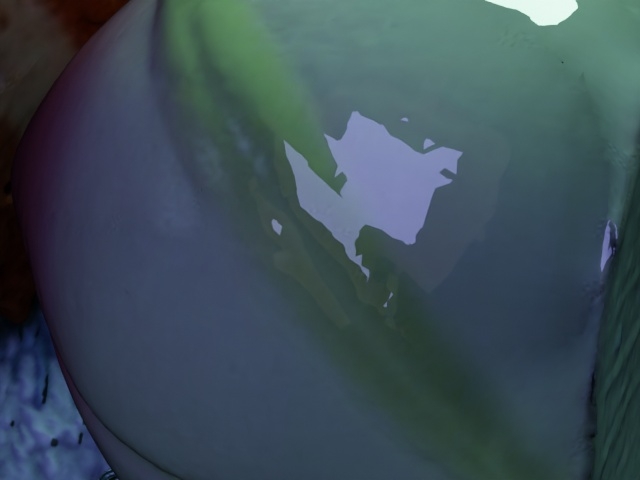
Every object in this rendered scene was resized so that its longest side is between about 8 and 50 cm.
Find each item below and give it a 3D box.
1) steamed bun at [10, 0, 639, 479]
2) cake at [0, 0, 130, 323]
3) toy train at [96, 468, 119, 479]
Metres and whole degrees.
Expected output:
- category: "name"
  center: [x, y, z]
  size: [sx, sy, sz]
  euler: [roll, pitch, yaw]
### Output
- category: "steamed bun"
  center: [0.000, 0.000, 0.765]
  size: [0.309, 0.309, 0.309]
  euler: [-4, 66, 9]
- category: "cake"
  center: [-0.245, -0.093, 0.858]
  size: [0.269, 0.270, 0.319]
  euler: [34, 78, 22]
- category: "toy train"
  center: [-0.069, 0.142, 0.847]
  size: [0.064, 0.044, 0.103]
  euler: [-7, 68, 4]
